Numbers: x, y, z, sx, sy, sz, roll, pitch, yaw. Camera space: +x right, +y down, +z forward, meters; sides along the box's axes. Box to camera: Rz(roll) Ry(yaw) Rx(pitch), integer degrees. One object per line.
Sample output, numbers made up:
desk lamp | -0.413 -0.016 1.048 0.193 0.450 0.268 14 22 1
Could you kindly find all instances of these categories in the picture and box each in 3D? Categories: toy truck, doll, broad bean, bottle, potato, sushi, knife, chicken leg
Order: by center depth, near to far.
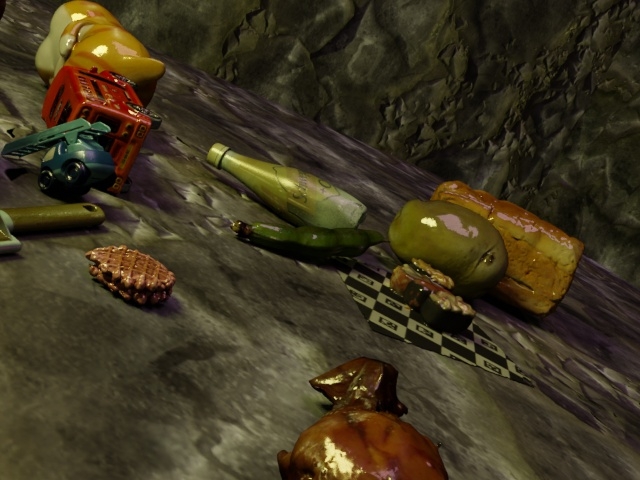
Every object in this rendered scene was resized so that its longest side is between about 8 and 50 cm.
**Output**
chicken leg | 0.027 0.141 0.566 0.113 0.093 0.304 15 9 -3
knife | -0.281 -0.012 0.665 0.061 0.027 0.343 35 15 15
toy truck | -0.291 -0.085 0.868 0.136 0.074 0.063 -12 -6 24
toy truck | -0.294 -0.158 1.023 0.114 0.107 0.252 20 15 -30
sushi | 0.152 0.081 1.106 0.264 0.050 0.290 22 14 -21
broad bean | 0.001 0.001 1.107 0.298 0.043 0.060 3 25 -47
bottle | -0.058 -0.080 1.244 0.270 0.083 0.083 27 13 7
doll | -0.359 -0.278 1.258 0.162 0.166 0.269 17 19 -31
potato | 0.208 0.013 1.292 0.200 0.154 0.137 34 51 -6

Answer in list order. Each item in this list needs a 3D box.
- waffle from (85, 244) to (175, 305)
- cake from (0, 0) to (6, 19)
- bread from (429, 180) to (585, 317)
waffle | -0.172 0.030 0.716 0.083 0.029 0.075 30 13 23
cake | -0.432 -0.210 0.755 0.293 0.196 0.199 28 11 9
bread | 0.318 0.011 1.423 0.294 0.166 0.132 26 5 6
